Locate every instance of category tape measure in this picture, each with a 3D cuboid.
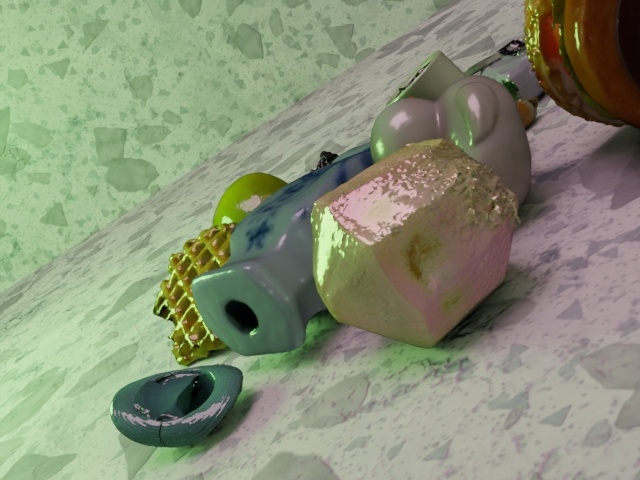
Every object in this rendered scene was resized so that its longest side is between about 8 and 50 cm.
[{"bbox_3d":[0.391,-0.337,1.677,0.196,0.105,0.178,-40,18,-19],"label":"tape measure"}]

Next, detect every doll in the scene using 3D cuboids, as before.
[{"bbox_3d":[0.182,-0.129,1.245,0.221,0.221,0.251,-28,51,14],"label":"doll"}]

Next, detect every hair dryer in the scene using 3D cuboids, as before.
[{"bbox_3d":[0.150,-0.140,1.482,0.362,0.203,0.128,-40,12,41],"label":"hair dryer"}]

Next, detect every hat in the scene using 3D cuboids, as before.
[{"bbox_3d":[-0.188,0.234,1.190,0.191,0.077,0.138,-7,33,15],"label":"hat"}]

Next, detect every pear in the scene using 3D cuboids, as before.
[{"bbox_3d":[-0.120,-0.032,1.621,0.187,0.187,0.220,-41,18,-26],"label":"pear"}]

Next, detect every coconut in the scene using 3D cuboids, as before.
[{"bbox_3d":[0.102,0.006,1.044,0.245,0.233,0.233,-38,18,-17],"label":"coconut"}]

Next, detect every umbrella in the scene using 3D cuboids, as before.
[{"bbox_3d":[0.037,-0.145,1.833,0.080,0.071,0.224,-62,25,0],"label":"umbrella"}]

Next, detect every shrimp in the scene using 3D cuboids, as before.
[{"bbox_3d":[0.315,-0.208,1.573,0.161,0.049,0.166,-35,10,-4],"label":"shrimp"}]

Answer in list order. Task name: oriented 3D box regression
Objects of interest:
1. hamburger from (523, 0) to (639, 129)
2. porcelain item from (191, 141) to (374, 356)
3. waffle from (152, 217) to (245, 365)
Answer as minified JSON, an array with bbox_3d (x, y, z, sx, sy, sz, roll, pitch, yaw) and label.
[{"bbox_3d":[0.443,-0.304,1.150,0.330,0.330,0.250,-32,17,3],"label":"hamburger"},{"bbox_3d":[0.000,0.000,1.318,0.243,0.178,0.405,-16,21,46],"label":"porcelain item"},{"bbox_3d":[-0.201,0.088,1.473,0.291,0.051,0.291,-28,46,33],"label":"waffle"}]
